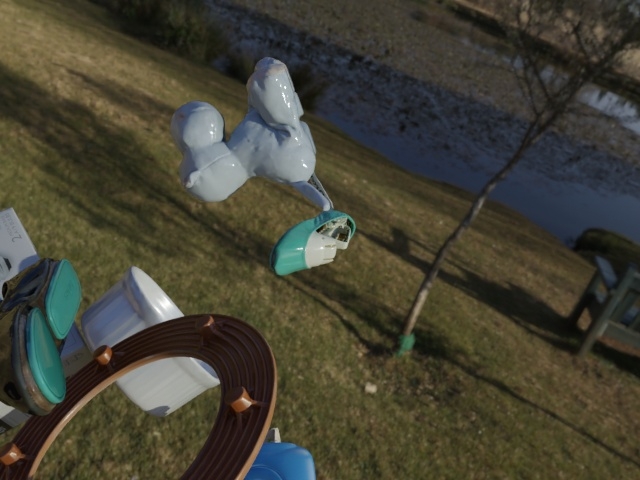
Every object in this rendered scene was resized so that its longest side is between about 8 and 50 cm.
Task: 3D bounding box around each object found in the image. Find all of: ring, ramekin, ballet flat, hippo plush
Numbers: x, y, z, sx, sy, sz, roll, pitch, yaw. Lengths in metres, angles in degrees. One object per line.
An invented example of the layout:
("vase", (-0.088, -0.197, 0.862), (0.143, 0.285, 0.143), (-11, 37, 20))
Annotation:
("ring", (-0.197, 0.188, 0.653), (0.337, 0.032, 0.336), (-21, 30, 13))
("ramekin", (-0.320, 0.196, 1.262), (0.277, 0.135, 0.277), (51, -6, 7))
("ballet flat", (-0.294, 0.098, 0.655), (0.096, 0.095, 0.280), (-19, 19, -9))
("ballet flat", (0.000, 0.000, 1.213), (0.087, 0.083, 0.247), (11, 23, 22))
("hippo plush", (-0.134, -0.158, 1.199), (0.237, 0.294, 0.234), (-18, 2, 4))

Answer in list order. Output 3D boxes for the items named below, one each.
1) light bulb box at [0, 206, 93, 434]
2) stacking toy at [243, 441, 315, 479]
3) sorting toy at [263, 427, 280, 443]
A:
("light bulb box", (-0.684, 0.189, 1.321), (0.361, 0.225, 0.358), (-29, 70, -20))
("stacking toy", (-0.074, 0.464, 1.167), (0.175, 0.302, 0.165), (-7, 61, 6))
("sorting toy", (-0.146, 0.549, 1.787), (0.075, 0.044, 0.083), (-10, 32, 4))
